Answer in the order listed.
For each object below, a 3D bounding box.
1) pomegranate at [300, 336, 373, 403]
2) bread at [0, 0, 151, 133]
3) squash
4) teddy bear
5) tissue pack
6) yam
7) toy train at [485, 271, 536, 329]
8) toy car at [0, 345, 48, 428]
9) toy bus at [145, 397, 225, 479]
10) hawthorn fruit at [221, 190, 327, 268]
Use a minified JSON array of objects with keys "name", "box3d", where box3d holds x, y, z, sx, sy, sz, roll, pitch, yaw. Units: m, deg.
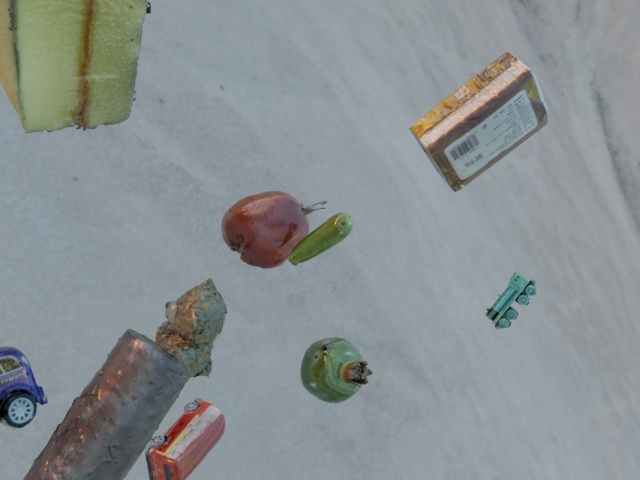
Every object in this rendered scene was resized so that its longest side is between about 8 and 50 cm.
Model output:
[{"name":"pomegranate","box3d":[0.052,0.358,1.849,0.187,0.225,0.187,2,87,-34]},{"name":"bread","box3d":[-0.491,-0.368,1.381,0.345,0.242,0.405,-41,134,-43]},{"name":"squash","box3d":[0.000,0.000,1.705,0.066,0.201,0.066,47,18,-21]},{"name":"teddy bear","box3d":[-0.316,0.221,1.628,0.156,0.256,0.267,16,25,-10]},{"name":"tissue pack","box3d":[0.297,-0.210,1.237,0.092,0.226,0.183,55,9,33]},{"name":"yam","box3d":[-0.299,0.268,0.950,0.131,0.280,0.131,33,-5,3]},{"name":"toy train","box3d":[0.285,0.092,1.007,0.045,0.092,0.029,39,13,13]},{"name":"toy car","box3d":[-0.670,0.299,1.299,0.235,0.172,0.158,-18,96,-44]},{"name":"toy bus","box3d":[-0.239,0.363,1.224,0.174,0.077,0.079,-42,134,-54]},{"name":"hawthorn fruit","box3d":[-0.118,-0.047,1.839,0.211,0.299,0.211,59,-9,15]}]
